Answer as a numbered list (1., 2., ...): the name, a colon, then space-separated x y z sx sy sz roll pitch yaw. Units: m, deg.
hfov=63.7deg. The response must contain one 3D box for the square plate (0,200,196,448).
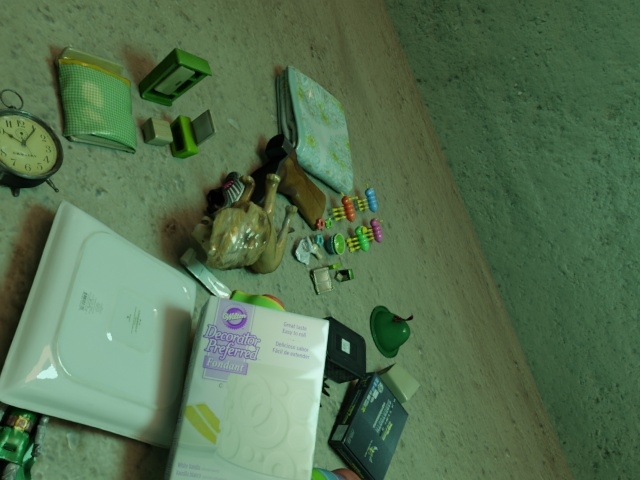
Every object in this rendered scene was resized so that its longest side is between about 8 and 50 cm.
1. square plate: -0.341 0.148 0.901 0.344 0.049 0.348 45 34 -47

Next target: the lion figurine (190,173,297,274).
1. lion figurine: -0.145 -0.002 1.213 0.392 0.142 0.241 51 46 -62

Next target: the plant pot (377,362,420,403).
1. plant pot: 0.214 0.432 1.542 0.096 0.109 0.109 59 31 7

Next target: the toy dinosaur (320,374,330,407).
1. toy dinosaur: -0.081 0.329 1.117 0.295 0.127 0.201 -43 137 -31

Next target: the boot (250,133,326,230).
1. boot: -0.089 -0.124 1.500 0.280 0.096 0.264 55 31 -39

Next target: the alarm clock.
1. alarm clock: -0.519 -0.172 0.882 0.129 0.064 0.192 4 69 -55

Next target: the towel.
1. towel: -0.010 -0.373 1.738 0.320 0.090 0.375 26 50 -46

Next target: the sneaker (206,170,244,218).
1. sneaker: -0.234 -0.115 1.264 0.075 0.063 0.171 46 42 -40

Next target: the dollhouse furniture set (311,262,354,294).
1. dollhouse furniture set: 0.024 0.112 1.538 0.151 0.058 0.076 -12 87 -38

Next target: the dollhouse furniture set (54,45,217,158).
1. dollhouse furniture set: -0.376 -0.304 1.094 0.301 0.151 0.198 2 69 -55

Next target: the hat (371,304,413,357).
1. hat: 0.279 0.277 1.654 0.173 0.183 0.208 61 32 -10

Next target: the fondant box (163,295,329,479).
1. fondant box: -0.126 0.289 0.934 0.238 0.096 0.331 14 64 -16

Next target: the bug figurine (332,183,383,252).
1. bug figurine: 0.149 -0.078 1.773 0.279 0.072 0.217 -26 102 -58

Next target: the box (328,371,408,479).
1. box: 0.135 0.502 1.381 0.183 0.059 0.233 55 45 -19

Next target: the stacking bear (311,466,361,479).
1. stacking bear: -0.050 0.545 1.034 0.288 0.175 0.164 20 40 -39

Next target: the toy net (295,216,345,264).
1. toy net: 0.000 0.000 1.526 0.232 0.045 0.122 -21 106 -59

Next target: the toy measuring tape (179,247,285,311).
1. toy measuring tape: -0.168 0.136 1.146 0.330 0.121 0.121 52 35 -24

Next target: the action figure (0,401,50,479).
1. action figure: -0.436 0.285 0.719 0.137 0.063 0.232 38 38 -33

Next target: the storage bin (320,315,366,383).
1. storage bin: 0.039 0.296 1.385 0.180 0.084 0.122 38 42 -38
